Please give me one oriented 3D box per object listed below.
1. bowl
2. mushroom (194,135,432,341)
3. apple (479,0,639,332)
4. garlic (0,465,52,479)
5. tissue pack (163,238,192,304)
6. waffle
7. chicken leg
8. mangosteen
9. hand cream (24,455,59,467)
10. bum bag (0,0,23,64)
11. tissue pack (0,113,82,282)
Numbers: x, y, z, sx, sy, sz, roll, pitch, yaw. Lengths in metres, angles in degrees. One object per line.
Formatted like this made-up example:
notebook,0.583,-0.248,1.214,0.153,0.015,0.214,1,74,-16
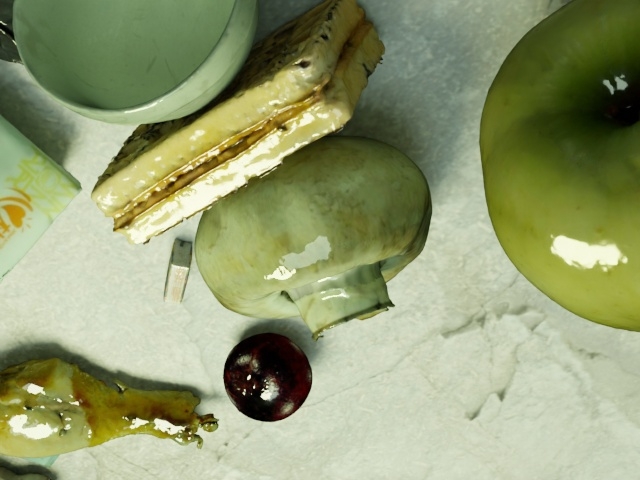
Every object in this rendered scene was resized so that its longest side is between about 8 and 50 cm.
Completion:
bowl,-0.208,-0.274,1.426,0.307,0.307,0.163,-14,160,14
mushroom,0.000,0.000,1.603,0.352,0.260,0.352,-21,169,-4
apple,0.430,-0.096,1.424,0.473,0.474,0.474,2,129,2
garlic,-0.572,0.534,2.126,0.210,0.292,0.238,4,90,-8
tissue pack,-0.222,0.049,1.813,0.035,0.063,0.083,9,131,-9
waffle,-0.106,-0.153,1.506,0.376,0.261,0.114,-28,112,25
chicken leg,-0.389,0.297,1.978,0.429,0.153,0.201,5,114,-11
mangosteen,-0.082,0.222,1.908,0.152,0.152,0.153,2,129,2
hand cream,-0.599,0.328,2.063,0.312,0.070,0.111,26,122,-21
bum bag,-0.426,-0.334,1.511,0.123,0.060,0.248,9,130,-5
tissue pack,-0.566,-0.096,1.582,0.388,0.162,0.287,44,79,-28
